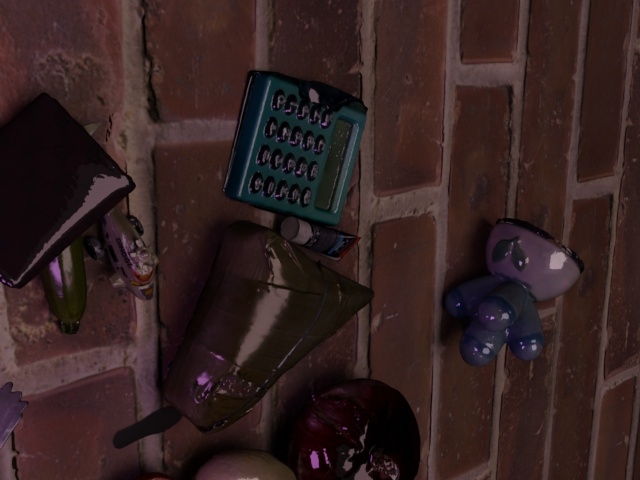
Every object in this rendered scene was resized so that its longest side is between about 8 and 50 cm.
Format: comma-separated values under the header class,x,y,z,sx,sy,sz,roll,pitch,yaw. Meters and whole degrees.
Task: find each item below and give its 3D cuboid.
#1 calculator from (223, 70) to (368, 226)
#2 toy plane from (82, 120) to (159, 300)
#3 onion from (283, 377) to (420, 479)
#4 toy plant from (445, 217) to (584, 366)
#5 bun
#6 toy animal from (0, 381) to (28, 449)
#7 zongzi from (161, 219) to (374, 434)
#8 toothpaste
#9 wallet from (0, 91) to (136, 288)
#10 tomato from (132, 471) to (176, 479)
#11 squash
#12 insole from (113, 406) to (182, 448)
class,x,y,z,sx,sy,sz,roll,pitch,yaw
calculator,-0.036,-0.165,1.481,0.274,0.058,0.248,14,90,-42
toy plane,-0.314,-0.035,1.241,0.092,0.108,0.286,-30,107,-31
onion,0.080,0.425,1.615,0.314,0.232,0.314,-10,106,-40
toy plant,0.419,0.141,1.862,0.332,0.247,0.247,-55,130,-12
bun,-0.148,0.454,1.498,0.222,0.127,0.222,-13,133,-14
toy animal,-0.559,0.232,0.972,0.284,0.225,0.302,53,33,-23
zongzi,-0.077,0.188,1.468,0.393,0.174,0.356,30,85,-49
toothpaste,0.000,0.000,1.551,0.071,0.045,0.193,-48,145,19
wallet,-0.398,-0.066,1.133,0.229,0.049,0.182,-45,102,-12
tomato,-0.300,0.456,1.390,0.155,0.069,0.156,-11,111,-31
squash,-0.382,0.028,1.211,0.066,0.066,0.252,-16,110,-39
insole,-0.295,0.320,1.408,0.135,0.002,0.045,-21,113,-37
